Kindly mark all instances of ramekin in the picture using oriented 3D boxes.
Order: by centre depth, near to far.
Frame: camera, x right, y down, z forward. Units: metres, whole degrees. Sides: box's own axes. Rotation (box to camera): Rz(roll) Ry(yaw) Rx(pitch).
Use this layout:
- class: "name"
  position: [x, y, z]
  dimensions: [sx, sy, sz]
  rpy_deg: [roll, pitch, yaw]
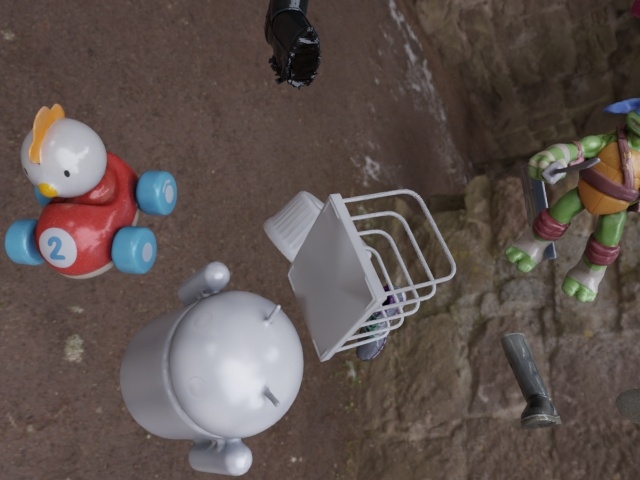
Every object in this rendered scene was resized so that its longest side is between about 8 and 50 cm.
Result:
- class: "ramekin"
  position: [0.000, 0.000, 1.391]
  dimensions: [0.277, 0.135, 0.277]
  rpy_deg: [41, 9, -7]

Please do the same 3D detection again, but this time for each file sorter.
- class: "file sorter"
  position: [0.081, 0.063, 0.984]
  dimensions: [0.173, 0.278, 0.193]
  rpy_deg: [-10, 64, -26]

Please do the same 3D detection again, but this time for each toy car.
- class: "toy car"
  position: [-0.367, -0.082, 0.797]
  dimensions: [0.238, 0.219, 0.210]
  rpy_deg: [78, 19, -56]

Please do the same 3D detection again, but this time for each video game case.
- class: "video game case"
  position: [0.472, -0.074, 1.201]
  dimensions: [0.274, 0.026, 0.196]
  rpy_deg: [-22, 101, -72]

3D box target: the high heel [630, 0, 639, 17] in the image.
- class: "high heel"
  position: [0.617, -0.337, 0.877]
  dimensions: [0.082, 0.117, 0.244]
  rpy_deg: [-34, 78, -28]

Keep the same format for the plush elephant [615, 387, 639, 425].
- class: "plush elephant"
  position: [0.415, 0.181, 0.499]
  dimensions: [0.329, 0.255, 0.272]
  rpy_deg: [25, 70, -5]

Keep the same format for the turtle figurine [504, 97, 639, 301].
- class: "turtle figurine"
  position: [0.347, -0.027, 0.687]
  dimensions: [0.275, 0.197, 0.266]
  rpy_deg: [-92, -168, -45]

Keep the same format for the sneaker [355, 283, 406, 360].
- class: "sneaker"
  position: [0.141, 0.215, 1.464]
  dimensions: [0.098, 0.083, 0.224]
  rpy_deg: [25, 92, -54]

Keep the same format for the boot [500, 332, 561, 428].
- class: "boot"
  position: [0.453, 0.303, 1.203]
  dimensions: [0.189, 0.076, 0.209]
  rpy_deg: [31, 45, -56]

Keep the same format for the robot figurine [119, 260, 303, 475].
- class: "robot figurine"
  position: [-0.163, 0.187, 0.810]
  dimensions: [0.199, 0.353, 0.300]
  rpy_deg: [-2, 76, -41]

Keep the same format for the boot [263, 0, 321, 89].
- class: "boot"
  position: [-0.025, -0.219, 0.535]
  dimensions: [0.045, 0.121, 0.099]
  rpy_deg: [-1, 46, -21]
